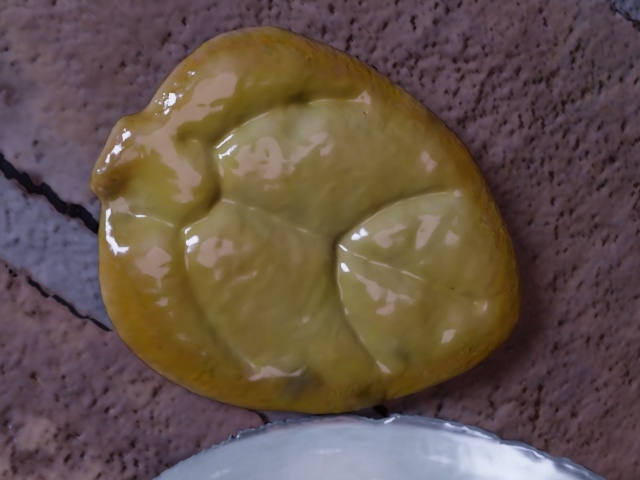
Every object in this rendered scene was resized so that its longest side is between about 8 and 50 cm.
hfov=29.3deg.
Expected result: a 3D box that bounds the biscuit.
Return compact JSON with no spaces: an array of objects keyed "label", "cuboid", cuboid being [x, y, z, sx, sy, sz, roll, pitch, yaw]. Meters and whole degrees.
[{"label":"biscuit","cuboid":[0.002,0.000,0.658,0.260,0.041,0.203,23,84,-22]}]

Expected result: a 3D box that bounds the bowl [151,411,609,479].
[{"label":"bowl","cuboid":[0.036,0.230,0.580,0.313,0.313,0.146,-10,119,-23]}]
